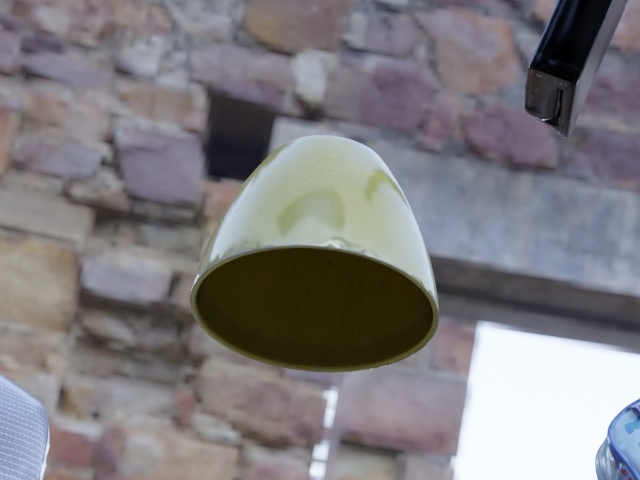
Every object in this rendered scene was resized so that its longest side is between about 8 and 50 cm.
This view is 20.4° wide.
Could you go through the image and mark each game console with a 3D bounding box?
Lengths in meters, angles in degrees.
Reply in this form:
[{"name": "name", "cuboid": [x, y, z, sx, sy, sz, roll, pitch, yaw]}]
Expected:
[{"name": "game console", "cuboid": [0.199, -0.218, 1.205, 0.044, 0.213, 0.361, 22, -13, 11]}]

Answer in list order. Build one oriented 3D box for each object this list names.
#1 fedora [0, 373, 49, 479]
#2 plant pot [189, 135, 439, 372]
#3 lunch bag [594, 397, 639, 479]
[{"name": "fedora", "cuboid": [-0.187, 0.136, 0.680, 0.124, 0.275, 0.243, 26, -47, -6]}, {"name": "plant pot", "cuboid": [0.000, 0.000, 0.981, 0.134, 0.095, 0.134, 4, -33, 2]}, {"name": "lunch bag", "cuboid": [0.312, 0.191, 1.262, 0.176, 0.219, 0.090, -20, -29, -15]}]
